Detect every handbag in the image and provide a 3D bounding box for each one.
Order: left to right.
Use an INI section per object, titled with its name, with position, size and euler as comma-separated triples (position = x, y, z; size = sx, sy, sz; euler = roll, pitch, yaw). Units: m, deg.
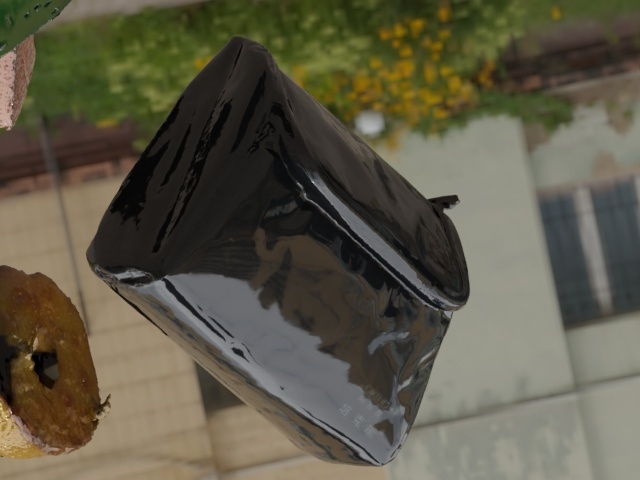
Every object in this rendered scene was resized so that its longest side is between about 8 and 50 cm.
[handbag]
position = 0.001, 0.001, 1.364
size = 0.178, 0.302, 0.275
euler = 2, -124, 53

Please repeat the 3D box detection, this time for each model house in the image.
[model house]
position = -0.306, -0.221, 1.462
size = 0.088, 0.117, 0.167
euler = 12, -131, 37

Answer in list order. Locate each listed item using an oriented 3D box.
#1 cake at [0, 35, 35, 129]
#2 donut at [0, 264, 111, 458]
[cake]
position = -0.354, -0.222, 1.745
size = 0.109, 0.090, 0.225
euler = 17, 142, 2
[donut]
position = -0.368, 0.155, 2.110
size = 0.118, 0.253, 0.253
euler = -17, 179, 23
